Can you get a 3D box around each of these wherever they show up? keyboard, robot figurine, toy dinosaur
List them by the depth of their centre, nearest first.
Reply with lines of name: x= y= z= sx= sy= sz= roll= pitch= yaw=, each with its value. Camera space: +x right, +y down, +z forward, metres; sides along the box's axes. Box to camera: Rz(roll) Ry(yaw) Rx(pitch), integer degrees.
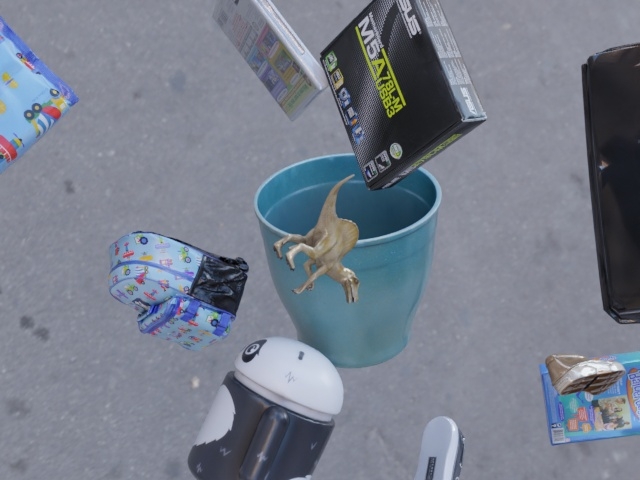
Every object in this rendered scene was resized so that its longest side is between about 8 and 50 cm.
keyboard: x=0.346 y=-0.070 z=0.865 sx=0.033 sy=0.201 sz=0.317 roll=56 pitch=33 yaw=-49
toy dinosaur: x=0.000 y=0.000 z=1.018 sx=0.092 sy=0.183 sz=0.053 roll=-24 pitch=46 yaw=-15
robot figurine: x=-0.082 y=0.271 z=1.341 sx=0.173 sy=0.209 sz=0.278 roll=26 pitch=90 yaw=-42

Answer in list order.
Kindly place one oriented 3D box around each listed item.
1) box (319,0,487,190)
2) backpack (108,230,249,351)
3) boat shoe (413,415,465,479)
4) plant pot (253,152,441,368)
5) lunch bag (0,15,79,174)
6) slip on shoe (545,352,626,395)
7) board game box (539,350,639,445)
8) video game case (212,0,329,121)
box: x=0.088 y=-0.179 z=1.100 sx=0.045 sy=0.184 sz=0.191 roll=-11 pitch=76 yaw=-34
backpack: x=-0.207 y=0.063 z=1.291 sx=0.173 sy=0.158 sz=0.117 roll=26 pitch=62 yaw=-26
boat shoe: x=0.185 y=0.400 z=1.535 sx=0.076 sy=0.080 sz=0.229 roll=39 pitch=55 yaw=-42
plant pot: x=0.048 y=0.041 z=1.444 sx=0.271 sy=0.271 sz=0.255 roll=-39 pitch=135 yaw=-43
lunch bag: x=-0.442 y=-0.112 z=1.155 sx=0.138 sy=0.293 sz=0.221 roll=47 pitch=66 yaw=-11
slip on shoe: x=0.303 y=0.150 z=1.095 sx=0.135 sy=0.051 sz=0.041 roll=2 pitch=43 yaw=-44
board game box: x=0.540 y=0.306 z=1.852 sx=0.047 sy=0.210 sz=0.160 roll=-70 pitch=151 yaw=-71
video game case: x=-0.071 y=-0.261 z=1.290 sx=0.023 sy=0.212 sz=0.193 roll=-38 pitch=94 yaw=-12
